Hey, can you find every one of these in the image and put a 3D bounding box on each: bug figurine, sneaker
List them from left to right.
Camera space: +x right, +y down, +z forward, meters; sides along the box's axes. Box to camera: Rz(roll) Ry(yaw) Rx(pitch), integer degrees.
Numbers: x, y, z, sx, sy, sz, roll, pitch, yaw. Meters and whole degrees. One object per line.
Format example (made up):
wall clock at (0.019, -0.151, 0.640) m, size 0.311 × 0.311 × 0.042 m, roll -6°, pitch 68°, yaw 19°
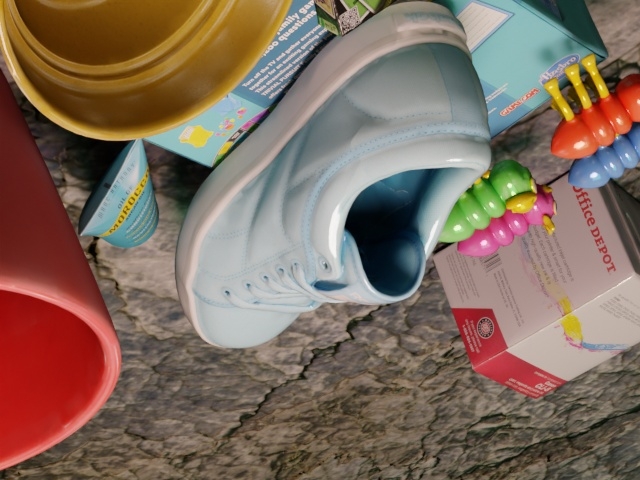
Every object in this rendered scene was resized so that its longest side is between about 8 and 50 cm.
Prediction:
sneaker at (0.000, 0.000, 1.184) m, size 0.135 × 0.150 × 0.366 m, roll 3°, pitch 143°, yaw -27°
bug figurine at (0.186, -0.058, 1.301) m, size 0.216 × 0.072 × 0.279 m, roll -31°, pitch 169°, yaw 9°

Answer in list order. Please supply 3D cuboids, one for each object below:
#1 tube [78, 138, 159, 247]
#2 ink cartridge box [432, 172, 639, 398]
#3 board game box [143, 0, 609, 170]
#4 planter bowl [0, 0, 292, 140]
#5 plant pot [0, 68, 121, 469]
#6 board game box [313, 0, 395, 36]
tube at (-0.150, -0.030, 1.227) m, size 0.052 × 0.080 × 0.207 m, roll 25°, pitch 174°, yaw 0°
ink cartridge box at (0.221, 0.040, 1.517) m, size 0.176 × 0.128 × 0.127 m, roll -32°, pitch 145°, yaw 24°
board game box at (0.005, -0.145, 1.180) m, size 0.254 × 0.079 × 0.336 m, roll -36°, pitch 143°, yaw 28°
planter bowl at (-0.117, -0.174, 0.961) m, size 0.217 × 0.090 × 0.217 m, roll -25°, pitch 130°, yaw -33°
plant pot at (-0.289, 0.002, 1.114) m, size 0.275 × 0.243 × 0.275 m, roll -12°, pitch 148°, yaw -7°
board game box at (0.032, -0.256, 0.961) m, size 0.136 × 0.030 × 0.259 m, roll -38°, pitch 138°, yaw -22°
